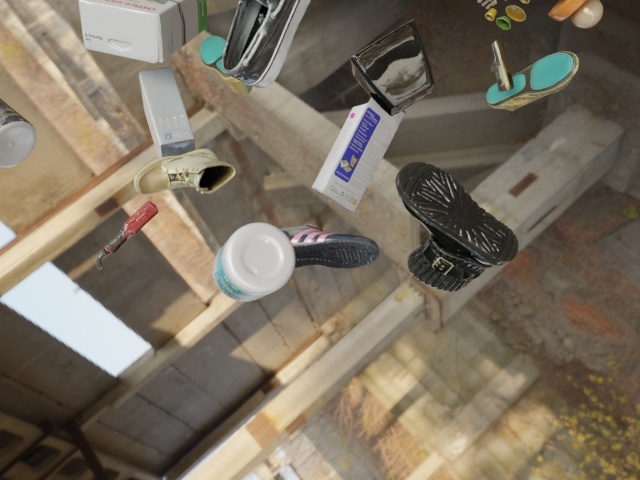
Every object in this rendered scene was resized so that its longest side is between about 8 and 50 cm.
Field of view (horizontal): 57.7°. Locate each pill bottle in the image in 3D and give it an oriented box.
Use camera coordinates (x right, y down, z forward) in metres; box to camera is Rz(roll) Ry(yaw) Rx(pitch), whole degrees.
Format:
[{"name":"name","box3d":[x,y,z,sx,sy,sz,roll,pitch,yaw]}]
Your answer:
[{"name":"pill bottle","box3d":[-0.153,0.056,1.262,0.146,0.146,0.264,50,160,-3]},{"name":"pill bottle","box3d":[-0.789,-0.286,1.344,0.245,0.130,0.130,38,165,14]}]

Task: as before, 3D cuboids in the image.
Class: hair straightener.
[{"name":"hair straightener","box3d":[-0.534,-0.012,1.601,0.047,0.230,0.089,39,170,-8]}]

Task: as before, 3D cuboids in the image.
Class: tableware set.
[{"name":"tableware set","box3d":[0.396,-0.498,1.233,0.104,0.024,0.154,35,175,-9]}]

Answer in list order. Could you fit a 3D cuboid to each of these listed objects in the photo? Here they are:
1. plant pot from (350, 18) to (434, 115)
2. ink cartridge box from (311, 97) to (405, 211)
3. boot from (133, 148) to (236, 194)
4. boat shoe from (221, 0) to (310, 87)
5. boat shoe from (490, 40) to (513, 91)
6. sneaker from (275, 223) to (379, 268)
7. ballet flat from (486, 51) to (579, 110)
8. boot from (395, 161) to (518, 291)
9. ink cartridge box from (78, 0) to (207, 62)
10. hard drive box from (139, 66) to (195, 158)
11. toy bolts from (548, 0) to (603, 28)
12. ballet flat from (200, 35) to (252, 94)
[{"name":"plant pot","box3d":[0.205,-0.443,1.549,0.167,0.187,0.188,60,-174,2]},{"name":"ink cartridge box","box3d":[0.126,-0.290,1.852,0.175,0.371,0.069,26,-176,-46]},{"name":"boot","box3d":[-0.318,-0.149,1.358,0.165,0.213,0.077,34,142,54]},{"name":"boat shoe","box3d":[-0.092,-0.423,0.994,0.113,0.306,0.105,34,-164,33]},{"name":"boat shoe","box3d":[0.536,-0.521,1.745,0.049,0.056,0.152,-15,92,36]},{"name":"sneaker","box3d":[0.000,0.000,1.571,0.131,0.319,0.112,-82,-9,-47]},{"name":"ballet flat","box3d":[0.674,-0.485,1.799,0.123,0.123,0.348,52,153,-14]},{"name":"boot","box3d":[0.279,-0.016,1.430,0.348,0.131,0.260,41,152,-4]},{"name":"ink cartridge box","box3d":[-0.439,-0.571,1.476,0.211,0.289,0.122,12,128,6]},{"name":"hard drive box","box3d":[-0.408,-0.310,1.551,0.181,0.089,0.232,116,136,-64]},{"name":"toy bolts","box3d":[0.529,-0.520,1.083,0.158,0.218,0.228,41,-169,-4]},{"name":"ballet flat","box3d":[-0.217,-0.395,1.327,0.232,0.080,0.073,56,179,46]}]
